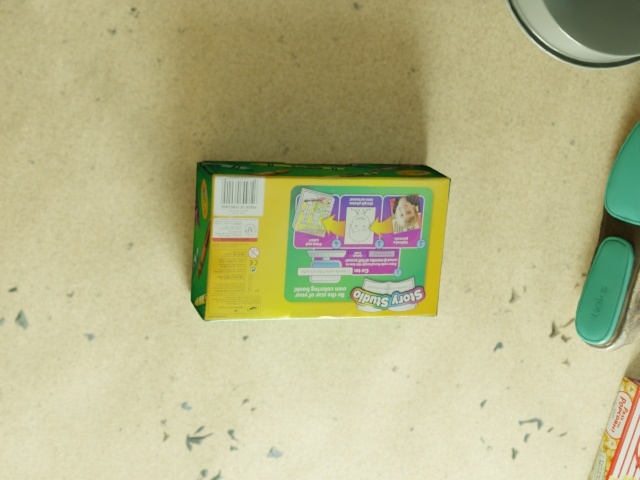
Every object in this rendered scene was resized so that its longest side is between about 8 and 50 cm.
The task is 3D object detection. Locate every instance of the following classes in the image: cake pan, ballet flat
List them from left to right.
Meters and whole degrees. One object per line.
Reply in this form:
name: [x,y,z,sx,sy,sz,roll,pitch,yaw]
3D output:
cake pan: [0.345,-0.340,1.357,0.293,0.054,0.293,-4,105,-15]
ballet flat: [0.398,-0.014,1.448,0.106,0.107,0.316,6,109,-39]

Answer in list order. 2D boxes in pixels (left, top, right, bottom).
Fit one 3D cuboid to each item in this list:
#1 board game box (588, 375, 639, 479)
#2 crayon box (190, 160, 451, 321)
board game box: [0.439,0.286,1.558,0.147,0.045,0.193,12,101,-19]
crayon box: [0.000,0.000,1.329,0.278,0.081,0.165,0,105,-17]
